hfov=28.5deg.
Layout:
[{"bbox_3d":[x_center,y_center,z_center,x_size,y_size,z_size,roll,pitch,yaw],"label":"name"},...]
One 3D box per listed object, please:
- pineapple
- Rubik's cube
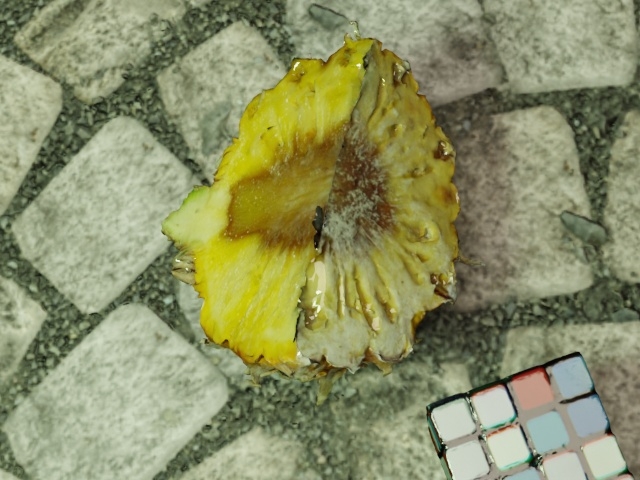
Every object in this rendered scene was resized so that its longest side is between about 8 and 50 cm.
[{"bbox_3d":[-0.002,0.000,1.252,0.209,0.286,0.344,26,67,-33],"label":"pineapple"},{"bbox_3d":[0.192,0.207,1.159,0.151,0.154,0.155,-20,76,1],"label":"Rubik's cube"}]
